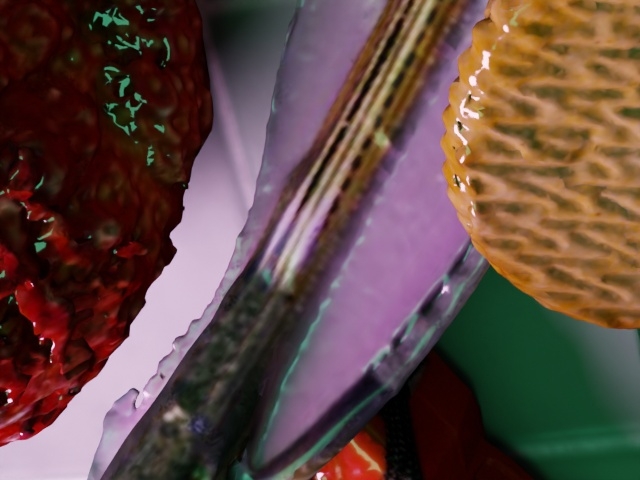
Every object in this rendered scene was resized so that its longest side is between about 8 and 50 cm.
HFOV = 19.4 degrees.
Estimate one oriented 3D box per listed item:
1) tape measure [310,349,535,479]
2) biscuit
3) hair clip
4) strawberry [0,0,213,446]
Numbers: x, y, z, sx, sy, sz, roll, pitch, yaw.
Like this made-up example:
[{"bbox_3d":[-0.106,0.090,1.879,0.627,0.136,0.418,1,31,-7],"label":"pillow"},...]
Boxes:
[{"bbox_3d":[0.018,0.187,0.921,0.260,0.114,0.253,47,120,-6],"label":"tape measure"},{"bbox_3d":[0.167,-0.057,0.735,0.254,0.035,0.254,-9,135,-9],"label":"biscuit"},{"bbox_3d":[0.002,0.001,0.799,0.095,0.110,0.359,33,88,-41],"label":"hair clip"},{"bbox_3d":[-0.153,-0.049,0.801,0.220,0.274,0.274,-18,107,7],"label":"strawberry"}]
